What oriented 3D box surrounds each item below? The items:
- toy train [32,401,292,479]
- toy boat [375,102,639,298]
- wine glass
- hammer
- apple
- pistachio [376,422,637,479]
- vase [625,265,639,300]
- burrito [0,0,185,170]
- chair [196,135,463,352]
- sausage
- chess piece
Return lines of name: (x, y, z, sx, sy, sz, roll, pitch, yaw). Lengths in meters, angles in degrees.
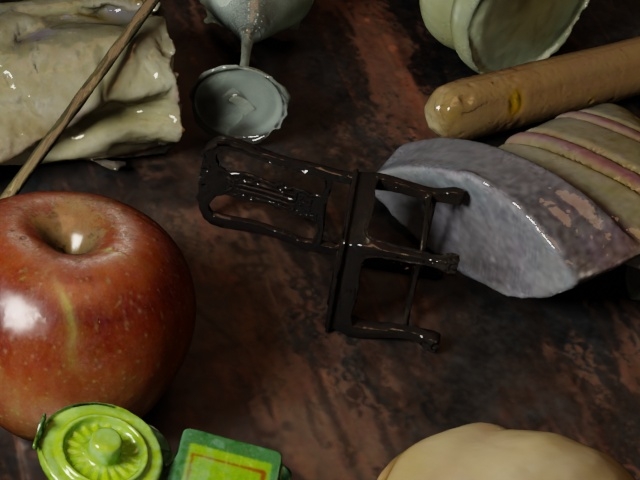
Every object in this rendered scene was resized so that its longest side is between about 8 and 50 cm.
toy train: (-0.125, 0.238, 1.286, 0.188, 0.159, 0.272, 16, 42, -4)
toy boat: (0.220, -0.046, 1.676, 0.293, 0.111, 0.276, -17, 33, -22)
wine glass: (-0.065, -0.183, 1.781, 0.122, 0.122, 0.183, 7, 46, -5)
hammer: (-0.190, -0.138, 1.600, 0.058, 0.029, 0.292, 31, 66, 4)
apple: (-0.195, 0.061, 1.461, 0.201, 0.162, 0.201, 7, 31, -4)
pistachio: (0.129, 0.268, 1.266, 0.238, 0.229, 0.321, 19, 48, -31)
vase: (0.323, 0.031, 1.676, 0.100, 0.053, 0.053, 6, 43, -11)
burrito: (-0.288, -0.135, 1.669, 0.331, 0.135, 0.190, -12, 54, -19)
chair: (0.000, 0.000, 1.603, 0.229, 0.106, 0.113, 11, 41, 1)
sausage: (0.233, -0.149, 1.841, 0.301, 0.066, 0.066, -13, 48, -25)
chess piece: (0.109, -0.316, 1.929, 0.182, 0.182, 0.330, -24, 48, -32)
